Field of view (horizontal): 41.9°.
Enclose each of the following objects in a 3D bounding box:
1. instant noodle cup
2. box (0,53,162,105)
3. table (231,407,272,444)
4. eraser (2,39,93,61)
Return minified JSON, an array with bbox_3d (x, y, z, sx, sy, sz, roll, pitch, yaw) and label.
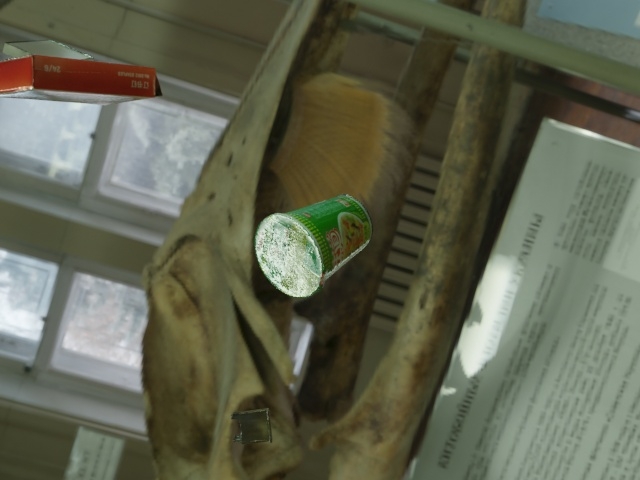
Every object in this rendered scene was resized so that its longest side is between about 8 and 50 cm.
[{"bbox_3d":[0.000,0.000,1.940,0.233,0.207,0.207,-28,-31,-45],"label":"instant noodle cup"},{"bbox_3d":[-0.355,-0.230,1.217,0.229,0.123,0.050,-7,-83,-53],"label":"box"},{"bbox_3d":[-0.149,0.405,1.819,0.083,0.082,0.070,109,154,-82],"label":"table"},{"bbox_3d":[-0.505,-0.345,1.564,0.150,0.104,0.023,-48,-20,-69],"label":"eraser"}]
